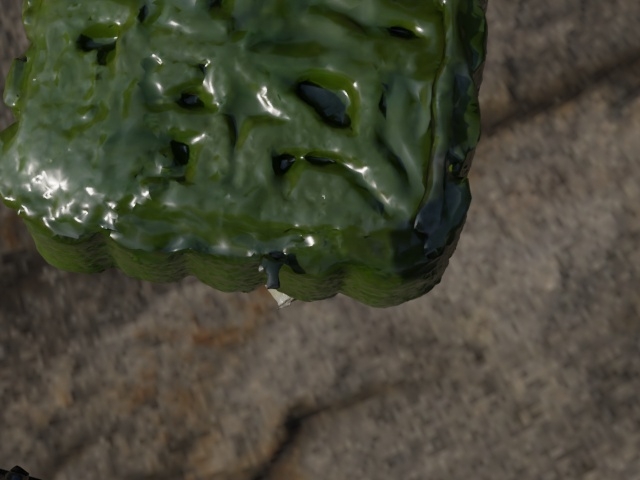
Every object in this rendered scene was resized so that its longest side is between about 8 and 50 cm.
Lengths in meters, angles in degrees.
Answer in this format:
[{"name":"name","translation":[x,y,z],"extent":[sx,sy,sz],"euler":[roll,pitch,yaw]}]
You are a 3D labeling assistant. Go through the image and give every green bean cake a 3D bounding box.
[{"name":"green bean cake","translation":[-0.049,-0.121,1.305],"extent":[0.319,0.335,0.218],"euler":[5,166,1]}]

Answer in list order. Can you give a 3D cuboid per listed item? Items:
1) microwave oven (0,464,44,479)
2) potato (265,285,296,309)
[{"name":"microwave oven","translation":[-0.031,0.278,0.860],"extent":[0.394,0.333,0.247],"euler":[16,96,-10]},{"name":"potato","translation":[0.001,-0.001,1.577],"extent":[0.122,0.061,0.086],"euler":[-39,174,36]}]
